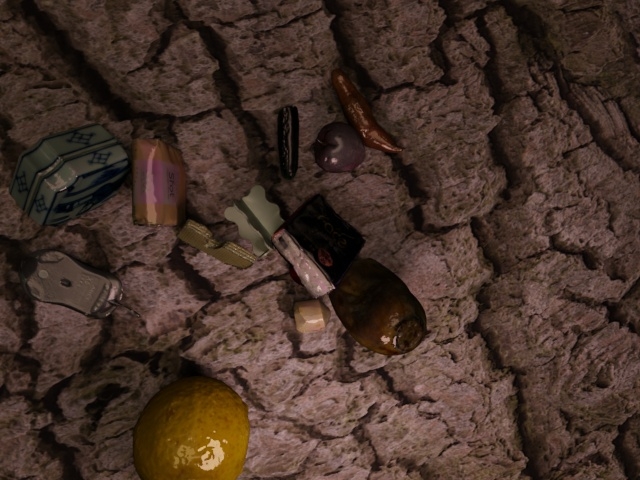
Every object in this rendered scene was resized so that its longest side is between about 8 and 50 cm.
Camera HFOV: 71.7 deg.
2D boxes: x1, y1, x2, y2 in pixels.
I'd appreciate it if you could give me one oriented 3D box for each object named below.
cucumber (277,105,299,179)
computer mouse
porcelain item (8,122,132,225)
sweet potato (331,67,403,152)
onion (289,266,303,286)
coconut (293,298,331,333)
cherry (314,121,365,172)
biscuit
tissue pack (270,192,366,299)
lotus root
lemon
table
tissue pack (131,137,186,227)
[{"bbox_3d":[-0.107,-0.324,1.482,0.075,0.074,0.241,-1,93,-8],"label":"cucumber"},{"bbox_3d":[-0.740,0.152,1.391,0.379,0.090,0.167,31,87,-13],"label":"computer mouse"},{"bbox_3d":[-0.700,-0.183,1.269,0.157,0.281,0.286,49,127,-2],"label":"porcelain item"},{"bbox_3d":[0.135,-0.416,1.506,0.106,0.095,0.354,-35,96,39],"label":"sweet potato"},{"bbox_3d":[-0.036,0.099,1.474,0.131,0.131,0.131,0,91,-8],"label":"onion"},{"bbox_3d":[-0.025,0.251,1.484,0.122,0.116,0.116,-10,92,-3],"label":"coconut"},{"bbox_3d":[0.062,-0.309,1.475,0.176,0.140,0.176,-6,103,-29],"label":"cherry"},{"bbox_3d":[-0.332,0.018,1.411,0.250,0.147,0.046,31,64,-15],"label":"biscuit"},{"bbox_3d":[0.000,0.000,1.382,0.123,0.332,0.245,-35,98,30],"label":"tissue pack"},{"bbox_3d":[0.185,0.217,1.381,0.251,0.346,0.250,-9,113,-20],"label":"lotus root"},{"bbox_3d":[-0.377,0.593,1.309,0.350,0.387,0.349,-4,117,-7],"label":"lemon"},{"bbox_3d":[-0.199,-0.063,1.429,0.167,0.166,0.198,-39,96,-6],"label":"table"},{"bbox_3d":[-0.498,-0.167,1.360,0.123,0.215,0.256,-3,91,2],"label":"tissue pack"}]
